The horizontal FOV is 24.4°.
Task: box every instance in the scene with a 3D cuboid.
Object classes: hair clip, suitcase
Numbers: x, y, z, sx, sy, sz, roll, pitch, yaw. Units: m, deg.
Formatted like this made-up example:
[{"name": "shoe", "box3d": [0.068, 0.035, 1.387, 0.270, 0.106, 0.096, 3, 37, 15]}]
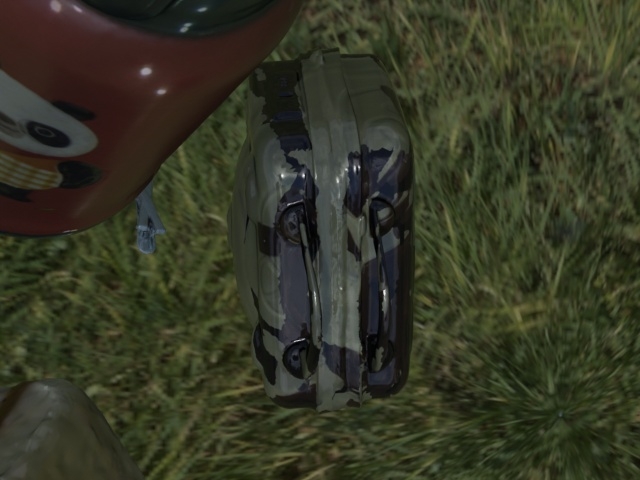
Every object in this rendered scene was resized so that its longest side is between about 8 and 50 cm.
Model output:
[{"name": "hair clip", "box3d": [-0.190, -0.031, 1.587, 0.030, 0.115, 0.039, 13, 122, -20]}, {"name": "suitcase", "box3d": [0.000, 0.000, 1.547, 0.193, 0.339, 0.352, -4, 119, -4]}]

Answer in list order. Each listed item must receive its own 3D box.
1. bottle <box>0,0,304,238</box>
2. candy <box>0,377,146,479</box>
[{"name": "bottle", "box3d": [-0.088, -0.106, 0.583, 0.144, 0.336, 0.144, 5, 74, -20]}, {"name": "candy", "box3d": [-0.219, 0.244, 0.926, 0.135, 0.321, 0.179, -10, 118, 29]}]
